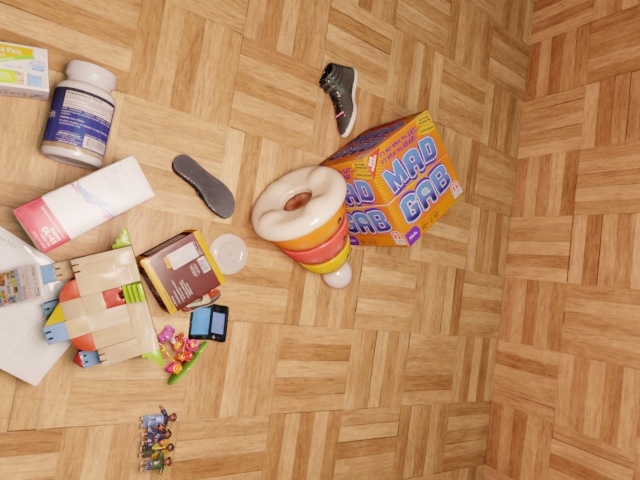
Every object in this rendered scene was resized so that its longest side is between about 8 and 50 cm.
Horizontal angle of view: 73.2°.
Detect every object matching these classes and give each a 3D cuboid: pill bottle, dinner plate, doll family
[{"bbox_3d":[-0.654,-0.342,1.185,0.153,0.153,0.264,14,83,-32],"label":"pill bottle"},{"bbox_3d":[-0.316,0.047,1.492,0.141,0.017,0.141,-2,93,-33],"label":"dinner plate"},{"bbox_3d":[-0.503,0.620,1.344,0.111,0.076,0.193,3,86,-28],"label":"doll family"}]

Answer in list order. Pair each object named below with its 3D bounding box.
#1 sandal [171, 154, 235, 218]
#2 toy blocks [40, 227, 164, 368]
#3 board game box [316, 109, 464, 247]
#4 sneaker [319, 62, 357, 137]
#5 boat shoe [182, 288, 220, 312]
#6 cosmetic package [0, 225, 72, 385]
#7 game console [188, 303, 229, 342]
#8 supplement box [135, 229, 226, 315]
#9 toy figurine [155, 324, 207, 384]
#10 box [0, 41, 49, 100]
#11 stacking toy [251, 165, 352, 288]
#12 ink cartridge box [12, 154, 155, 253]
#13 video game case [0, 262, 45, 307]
[{"bbox_3d":[-0.382,-0.179,1.431,0.254,0.054,0.097,49,59,-13],"label":"sandal"},{"bbox_3d":[-0.594,0.182,1.130,0.261,0.191,0.381,-16,98,-22],"label":"toy blocks"},{"bbox_3d":[0.249,-0.221,1.651,0.356,0.356,0.356,-40,111,-25],"label":"board game box"},{"bbox_3d":[0.060,-0.553,1.681,0.147,0.104,0.295,9,80,-31],"label":"sneaker"},{"bbox_3d":[-0.391,0.192,1.417,0.137,0.049,0.043,-24,139,-30],"label":"boat shoe"},{"bbox_3d":[-0.811,0.155,1.123,0.377,0.097,0.284,44,69,-26],"label":"cosmetic package"},{"bbox_3d":[-0.370,0.274,1.429,0.071,0.107,0.122,10,85,-61],"label":"game console"},{"bbox_3d":[-0.440,0.094,1.343,0.194,0.129,0.191,-33,108,-28],"label":"supplement box"},{"bbox_3d":[-0.467,0.331,1.349,0.159,0.130,0.173,49,54,-13],"label":"toy figurine"},{"bbox_3d":[-0.818,-0.439,1.106,0.203,0.103,0.114,-3,93,-33],"label":"box"},{"bbox_3d":[0.000,0.000,1.576,0.350,0.350,0.480,-50,133,-22],"label":"stacking toy"},{"bbox_3d":[-0.632,-0.098,1.159,0.306,0.226,0.131,-33,108,-27],"label":"ink cartridge box"},{"bbox_3d":[-0.741,0.111,1.057,0.122,0.011,0.087,-13,86,4],"label":"video game case"}]
